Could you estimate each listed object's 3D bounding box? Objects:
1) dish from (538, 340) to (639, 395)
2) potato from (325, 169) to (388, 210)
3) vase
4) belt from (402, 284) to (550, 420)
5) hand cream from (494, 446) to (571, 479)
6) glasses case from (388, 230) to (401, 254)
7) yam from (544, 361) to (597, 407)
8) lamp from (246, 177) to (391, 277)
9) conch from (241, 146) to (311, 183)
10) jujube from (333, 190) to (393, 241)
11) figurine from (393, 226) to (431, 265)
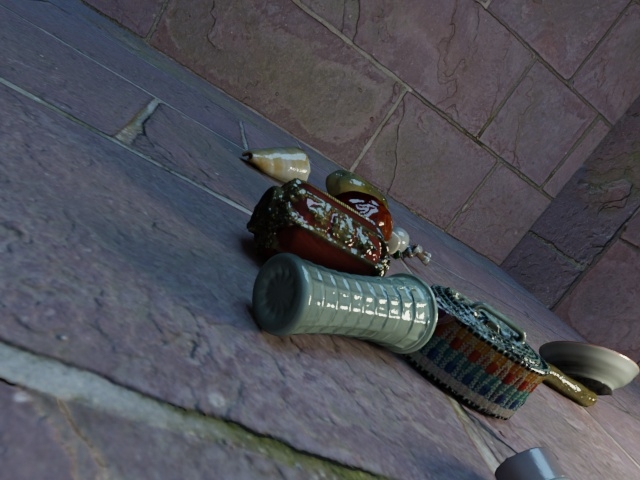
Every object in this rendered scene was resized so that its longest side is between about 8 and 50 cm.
[{"bbox_3d":[0.779,0.391,1.355,0.260,0.085,0.260,19,-26,10],"label":"dish"},{"bbox_3d":[0.149,-0.168,1.804,0.296,0.141,0.191,25,1,-31],"label":"potato"},{"bbox_3d":[0.044,0.097,0.712,0.298,0.143,0.143,17,23,-44],"label":"vase"},{"bbox_3d":[0.287,0.193,0.885,0.295,0.161,0.207,35,14,-1],"label":"belt"},{"bbox_3d":[0.298,0.371,0.526,0.133,0.083,0.248,21,29,-35],"label":"hand cream"},{"bbox_3d":[0.184,-0.033,1.558,0.204,0.081,0.051,39,17,24],"label":"glasses case"},{"bbox_3d":[0.677,0.400,1.297,0.252,0.061,0.061,32,14,-15],"label":"yam"},{"bbox_3d":[0.000,0.000,0.877,0.273,0.177,0.177,27,16,-20],"label":"lamp"},{"bbox_3d":[-0.125,-0.267,1.527,0.255,0.127,0.158,17,23,-49],"label":"conch"},{"bbox_3d":[0.072,-0.041,1.188,0.255,0.190,0.190,-6,40,-44],"label":"jujube"},{"bbox_3d":[0.290,0.022,1.605,0.197,0.093,0.147,41,36,-5],"label":"figurine"}]
